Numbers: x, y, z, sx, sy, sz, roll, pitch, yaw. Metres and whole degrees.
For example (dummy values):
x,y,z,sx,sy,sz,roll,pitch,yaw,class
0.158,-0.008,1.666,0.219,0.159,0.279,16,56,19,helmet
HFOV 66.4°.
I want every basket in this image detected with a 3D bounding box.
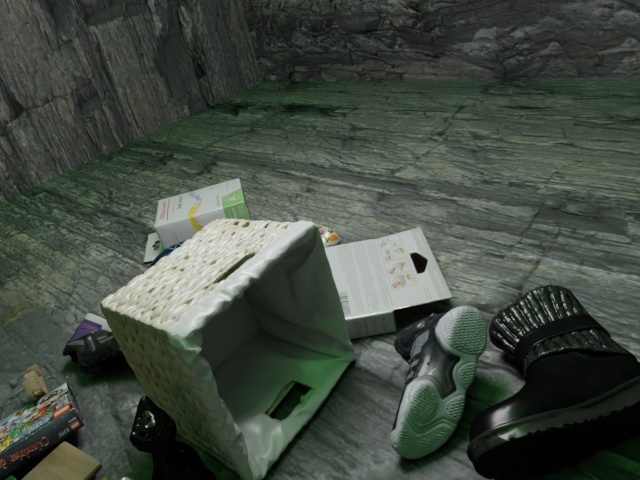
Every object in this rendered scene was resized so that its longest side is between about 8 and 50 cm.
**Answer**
x,y,z,sx,sy,sz,roll,pitch,yaw,class
-0.152,0.165,0.878,0.266,0.332,0.328,8,36,36,basket

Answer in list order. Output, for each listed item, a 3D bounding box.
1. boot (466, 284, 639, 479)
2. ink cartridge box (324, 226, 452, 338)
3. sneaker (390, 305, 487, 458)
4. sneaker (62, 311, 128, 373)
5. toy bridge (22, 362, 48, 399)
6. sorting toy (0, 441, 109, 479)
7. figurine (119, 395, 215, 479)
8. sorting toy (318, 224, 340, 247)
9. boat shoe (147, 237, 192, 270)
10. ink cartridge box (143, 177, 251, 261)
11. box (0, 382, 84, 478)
x,y,z,sx,sy,sz,roll,pitch,yaw,class
0.337,0.213,0.786,0.347,0.131,0.260,-10,36,-16,boot
0.141,0.092,1.136,0.260,0.066,0.296,-11,31,4,ink cartridge box
0.180,0.238,0.852,0.269,0.101,0.153,-58,14,-18,sneaker
-0.468,0.258,1.103,0.283,0.107,0.124,5,50,36,sneaker
-0.617,0.313,1.063,0.026,0.063,0.188,-30,11,-27,toy bridge
-0.444,0.426,0.827,0.274,0.046,0.132,1,33,38,sorting toy
-0.228,0.364,0.692,0.092,0.210,0.215,-14,31,-1,figurine
0.000,0.000,1.383,0.083,0.045,0.075,22,65,45,sorting toy
-0.372,0.034,1.389,0.089,0.109,0.258,-11,25,50,boat shoe
-0.408,-0.069,1.573,0.352,0.119,0.207,-17,31,-6,ink cartridge box
-0.584,0.380,0.937,0.233,0.044,0.159,-31,19,-27,box
